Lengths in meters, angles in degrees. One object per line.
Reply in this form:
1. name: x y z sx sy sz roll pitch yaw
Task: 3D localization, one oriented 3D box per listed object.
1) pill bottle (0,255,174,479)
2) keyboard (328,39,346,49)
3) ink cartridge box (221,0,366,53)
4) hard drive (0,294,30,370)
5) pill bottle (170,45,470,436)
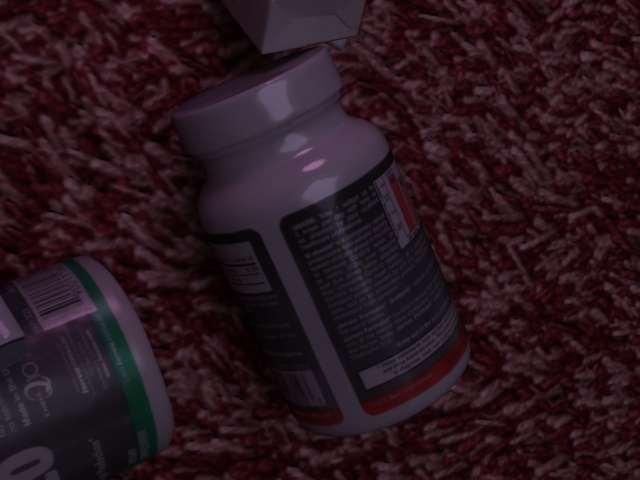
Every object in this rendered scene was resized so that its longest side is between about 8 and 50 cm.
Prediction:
1. pill bottle: -0.331 0.167 0.851 0.361 0.204 0.204 -23 104 -24
2. keyboard: 0.043 -0.349 1.119 0.072 0.014 0.256 26 82 -32
3. ink cartridge box: -0.051 -0.283 1.007 0.115 0.198 0.067 -15 142 -26
4. hard drive: -0.401 0.017 0.788 0.203 0.040 0.307 -29 65 -23
5. pill bottle: 0.000 0.000 1.008 0.210 0.210 0.362 -30 107 -23
